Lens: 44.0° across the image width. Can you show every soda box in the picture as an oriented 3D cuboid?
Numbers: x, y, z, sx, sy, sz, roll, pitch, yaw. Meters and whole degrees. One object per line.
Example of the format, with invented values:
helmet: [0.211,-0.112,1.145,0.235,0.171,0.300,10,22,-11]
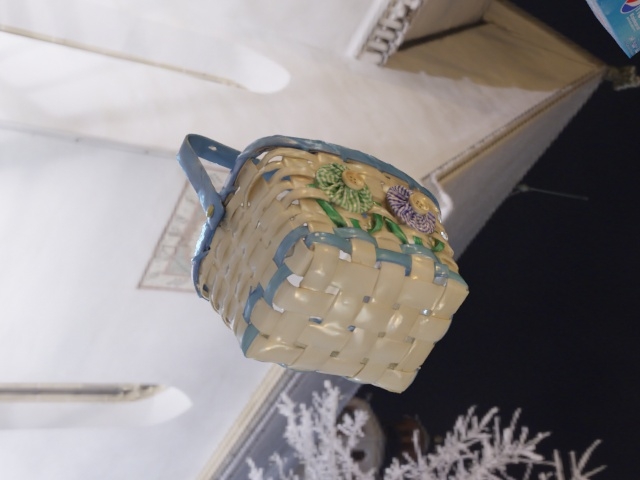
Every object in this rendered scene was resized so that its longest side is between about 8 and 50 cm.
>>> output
soda box: [0.319,-0.267,0.837,0.067,0.210,0.071,-38,-112,21]

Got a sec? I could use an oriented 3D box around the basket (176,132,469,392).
basket: [0.000,0.000,0.781,0.201,0.255,0.289,-63,-147,18]
